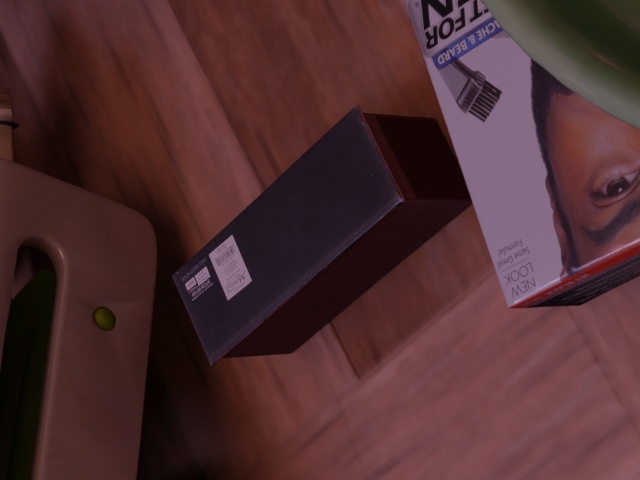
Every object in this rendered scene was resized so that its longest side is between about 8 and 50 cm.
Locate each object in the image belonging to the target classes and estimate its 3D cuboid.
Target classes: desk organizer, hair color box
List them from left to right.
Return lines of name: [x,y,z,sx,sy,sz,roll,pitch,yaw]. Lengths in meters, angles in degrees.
desk organizer: [0.000,0.000,0.754,0.130,0.050,0.047,-41,64,35]
hair color box: [0.092,-0.068,0.669,0.093,0.053,0.167,-30,72,38]

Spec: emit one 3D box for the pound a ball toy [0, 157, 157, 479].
pound a ball toy: [-0.189,0.145,0.795,0.208,0.136,0.319,-39,39,46]

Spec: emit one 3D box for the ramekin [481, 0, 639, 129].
ramekin: [0.182,-0.171,0.520,0.303,0.148,0.303,0,90,42]

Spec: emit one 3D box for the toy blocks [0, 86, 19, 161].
toy blocks: [-0.308,-0.153,0.871,0.288,0.309,0.260,112,153,-42]
